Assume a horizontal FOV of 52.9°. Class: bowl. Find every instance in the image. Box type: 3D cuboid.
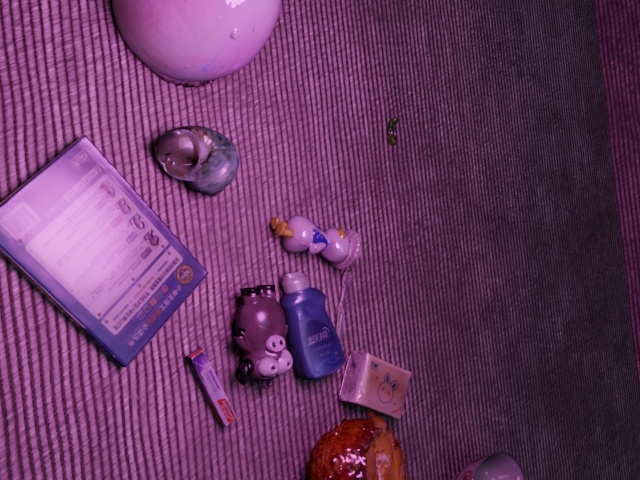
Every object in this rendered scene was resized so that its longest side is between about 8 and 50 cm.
[{"bbox_3d":[0.504,0.831,2.048,0.337,0.157,0.337,5,83,-41],"label":"bowl"}]

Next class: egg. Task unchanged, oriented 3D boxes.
[{"bbox_3d":[-0.244,-0.555,1.448,0.354,0.340,0.354,6,81,-41],"label":"egg"}]

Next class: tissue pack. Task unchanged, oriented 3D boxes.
[{"bbox_3d":[0.158,0.414,1.844,0.196,0.092,0.148,28,69,-34],"label":"tissue pack"}]

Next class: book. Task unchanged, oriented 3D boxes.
[{"bbox_3d":[-0.469,0.025,1.394,0.428,0.039,0.300,53,56,-23],"label":"book"}]

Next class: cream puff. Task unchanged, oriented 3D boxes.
[{"bbox_3d":[0.084,0.633,1.671,0.350,0.229,0.350,38,45,-51],"label":"cream puff"}]

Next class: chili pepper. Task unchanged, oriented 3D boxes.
[{"bbox_3d":[0.226,-0.341,2.021,0.030,0.034,0.091,28,63,-71],"label":"chili pepper"}]

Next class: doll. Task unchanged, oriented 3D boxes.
[{"bbox_3d":[0.000,0.000,1.739,0.293,0.138,0.119,21,113,-34],"label":"doll"},{"bbox_3d":[-0.140,0.240,1.597,0.182,0.117,0.257,-7,87,-45],"label":"doll"}]

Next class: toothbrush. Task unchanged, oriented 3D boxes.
[{"bbox_3d":[0.056,0.227,1.823,0.026,0.028,0.294,16,81,-36],"label":"toothbrush"}]

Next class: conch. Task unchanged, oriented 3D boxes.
[{"bbox_3d":[-0.283,-0.188,1.520,0.176,0.122,0.188,-31,104,-16],"label":"conch"}]

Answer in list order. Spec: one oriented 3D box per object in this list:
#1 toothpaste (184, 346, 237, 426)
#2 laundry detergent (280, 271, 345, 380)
[{"bbox_3d":[-0.259,0.349,1.538,0.047,0.040,0.196,-33,107,-35],"label":"toothpaste"},{"bbox_3d":[-0.030,0.216,1.705,0.143,0.094,0.290,-20,99,-35],"label":"laundry detergent"}]
